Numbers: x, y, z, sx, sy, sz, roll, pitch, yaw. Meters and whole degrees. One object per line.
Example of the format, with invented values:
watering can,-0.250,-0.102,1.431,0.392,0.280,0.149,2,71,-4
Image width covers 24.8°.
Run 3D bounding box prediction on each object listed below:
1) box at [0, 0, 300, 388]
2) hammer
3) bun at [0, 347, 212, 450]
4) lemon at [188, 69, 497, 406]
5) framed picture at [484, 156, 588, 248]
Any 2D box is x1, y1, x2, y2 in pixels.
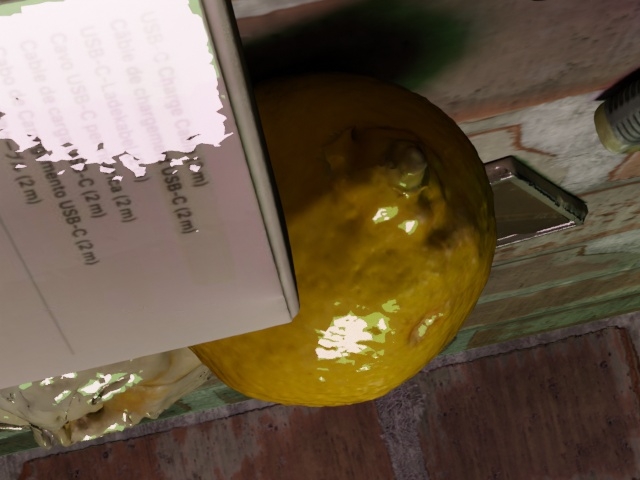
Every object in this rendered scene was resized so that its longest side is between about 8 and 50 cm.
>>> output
box,-0.146,-0.032,0.508,0.251,0.106,0.203,-13,143,1
hammer,0.257,-0.110,0.940,0.158,0.041,0.226,-7,168,-29
bun,-0.181,0.081,1.124,0.287,0.146,0.287,-14,171,-2
lemon,0.000,0.000,0.814,0.188,0.188,0.256,-8,169,-27
framed picture,0.106,-0.011,1.320,0.232,0.024,0.315,-16,168,18
